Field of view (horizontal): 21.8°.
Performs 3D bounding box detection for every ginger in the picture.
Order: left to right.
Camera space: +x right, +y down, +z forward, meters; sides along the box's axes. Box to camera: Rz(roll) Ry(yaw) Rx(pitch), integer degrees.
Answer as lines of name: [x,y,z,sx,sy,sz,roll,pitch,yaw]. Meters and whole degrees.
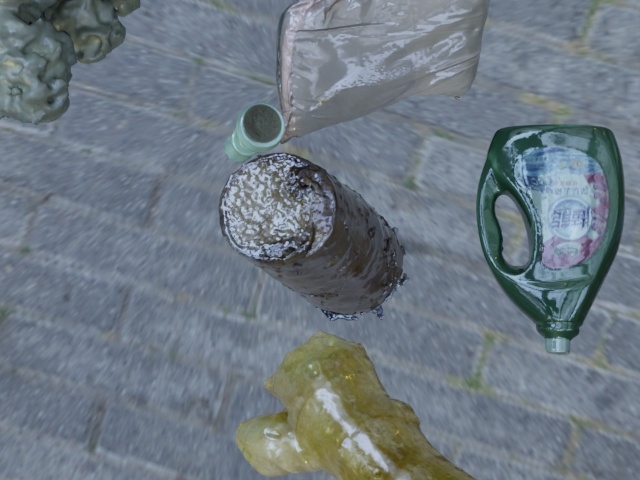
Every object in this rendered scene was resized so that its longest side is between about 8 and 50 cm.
ginger: [0.069,0.163,1.143,0.298,0.065,0.118,29,91,35]

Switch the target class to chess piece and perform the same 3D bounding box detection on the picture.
chess piece: [-0.062,-0.088,1.443,0.042,0.093,0.042,4,78,-17]

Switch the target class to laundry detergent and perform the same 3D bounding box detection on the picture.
laundry detergent: [0.211,0.000,1.543,0.137,0.063,0.211,3,82,7]

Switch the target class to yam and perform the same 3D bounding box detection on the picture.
yam: [0.000,-0.002,1.636,0.131,0.279,0.131,-4,76,16]

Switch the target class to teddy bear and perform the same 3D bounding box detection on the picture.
teddy bear: [-0.236,-0.337,1.737,0.224,0.367,0.357,30,127,30]

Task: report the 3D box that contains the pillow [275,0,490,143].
pillow: [0.071,-0.212,1.847,0.270,0.067,0.173,-14,117,-24]
